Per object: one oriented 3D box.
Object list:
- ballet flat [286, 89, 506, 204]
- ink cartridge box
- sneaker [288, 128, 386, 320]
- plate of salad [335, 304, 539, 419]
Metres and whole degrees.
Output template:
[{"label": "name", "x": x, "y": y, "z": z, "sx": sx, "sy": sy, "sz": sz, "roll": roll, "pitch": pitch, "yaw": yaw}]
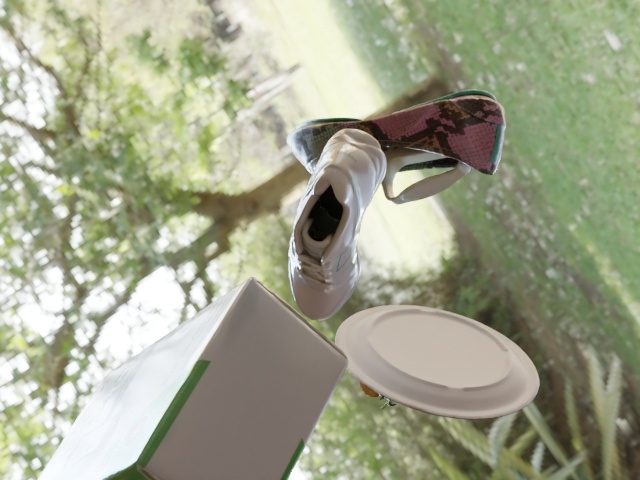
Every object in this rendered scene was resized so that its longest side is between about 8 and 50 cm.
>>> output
[{"label": "ballet flat", "x": 0.052, "y": -0.066, "z": 0.936, "sx": 0.077, "sy": 0.221, "sz": 0.079, "roll": 19, "pitch": -108, "yaw": -45}, {"label": "ink cartridge box", "x": -0.135, "y": 0.187, "z": 1.029, "sx": 0.121, "sy": 0.211, "sz": 0.289, "roll": 41, "pitch": 139, "yaw": -14}, {"label": "sneaker", "x": 0.000, "y": 0.000, "z": 0.767, "sx": 0.054, "sy": 0.061, "sz": 0.152, "roll": 22, "pitch": 131, "yaw": 12}, {"label": "plate of salad", "x": 0.110, "y": 0.121, "z": 1.119, "sx": 0.200, "sy": 0.200, "sz": 0.048, "roll": -124, "pitch": 40, "yaw": -58}]
